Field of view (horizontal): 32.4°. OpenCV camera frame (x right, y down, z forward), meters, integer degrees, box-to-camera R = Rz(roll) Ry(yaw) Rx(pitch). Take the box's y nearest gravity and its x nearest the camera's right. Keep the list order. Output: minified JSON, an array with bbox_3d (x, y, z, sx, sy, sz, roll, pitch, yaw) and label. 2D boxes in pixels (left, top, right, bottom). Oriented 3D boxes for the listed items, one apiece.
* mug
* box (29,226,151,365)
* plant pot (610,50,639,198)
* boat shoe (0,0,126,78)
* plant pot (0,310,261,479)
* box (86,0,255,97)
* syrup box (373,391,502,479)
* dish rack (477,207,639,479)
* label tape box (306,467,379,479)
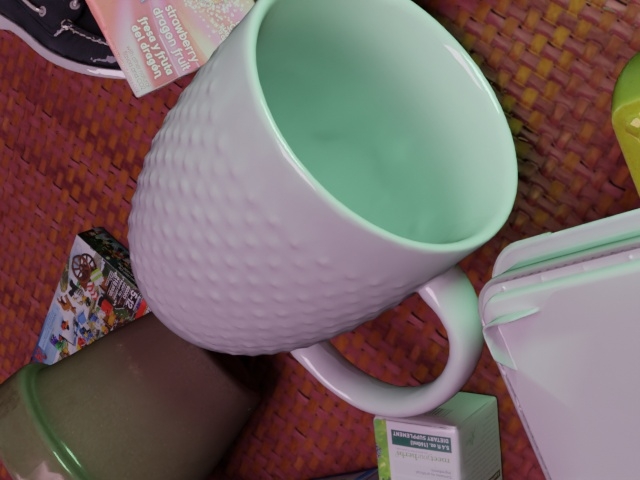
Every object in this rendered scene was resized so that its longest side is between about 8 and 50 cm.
[{"bbox_3d":[0.000,0.000,1.015,0.374,0.276,0.328,52,135,2],"label":"mug"},{"bbox_3d":[-0.271,0.122,1.375,0.159,0.044,0.233,39,122,20],"label":"box"},{"bbox_3d":[0.331,-0.066,0.810,0.212,0.187,0.212,-20,93,37],"label":"plant pot"},{"bbox_3d":[-0.286,-0.262,1.227,0.302,0.114,0.091,24,122,26],"label":"boat shoe"},{"bbox_3d":[-0.198,0.191,1.222,0.229,0.263,0.263,-42,77,3],"label":"plant pot"},{"bbox_3d":[-0.178,-0.306,1.041,0.142,0.154,0.300,-25,107,2],"label":"box"},{"bbox_3d":[0.125,0.277,1.114,0.093,0.096,0.237,3,105,34],"label":"syrup box"},{"bbox_3d":[0.250,0.120,0.776,0.332,0.072,0.286,-21,92,56],"label":"dish rack"},{"bbox_3d":[0.009,0.449,1.239,0.249,0.115,0.348,-20,94,38],"label":"label tape box"}]
